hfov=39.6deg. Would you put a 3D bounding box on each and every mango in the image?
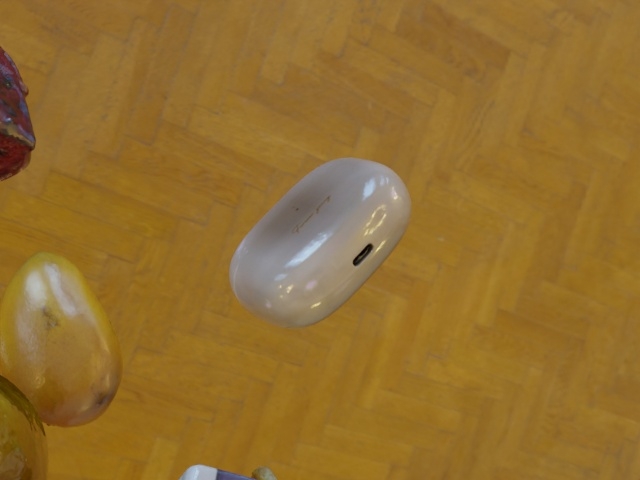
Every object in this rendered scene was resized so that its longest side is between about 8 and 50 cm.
[{"bbox_3d":[-0.321,0.119,1.081,0.145,0.112,0.219,-19,78,3],"label":"mango"}]

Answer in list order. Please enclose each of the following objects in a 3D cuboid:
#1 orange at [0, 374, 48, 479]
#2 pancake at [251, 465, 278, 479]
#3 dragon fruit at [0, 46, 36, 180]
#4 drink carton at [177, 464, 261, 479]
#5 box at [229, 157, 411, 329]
[{"bbox_3d":[-0.379,0.241,0.827,0.334,0.196,0.262,46,60,-63],"label":"orange"},{"bbox_3d":[-0.059,0.353,1.078,0.028,0.158,0.158,-7,100,-19],"label":"pancake"},{"bbox_3d":[-0.428,-0.150,0.800,0.317,0.152,0.205,34,123,-31],"label":"dragon fruit"},{"bbox_3d":[-0.004,0.244,0.555,0.222,0.102,0.134,20,44,-17],"label":"drink carton"},{"bbox_3d":[0.000,0.000,0.883,0.200,0.146,0.088,-45,123,-16],"label":"box"}]
